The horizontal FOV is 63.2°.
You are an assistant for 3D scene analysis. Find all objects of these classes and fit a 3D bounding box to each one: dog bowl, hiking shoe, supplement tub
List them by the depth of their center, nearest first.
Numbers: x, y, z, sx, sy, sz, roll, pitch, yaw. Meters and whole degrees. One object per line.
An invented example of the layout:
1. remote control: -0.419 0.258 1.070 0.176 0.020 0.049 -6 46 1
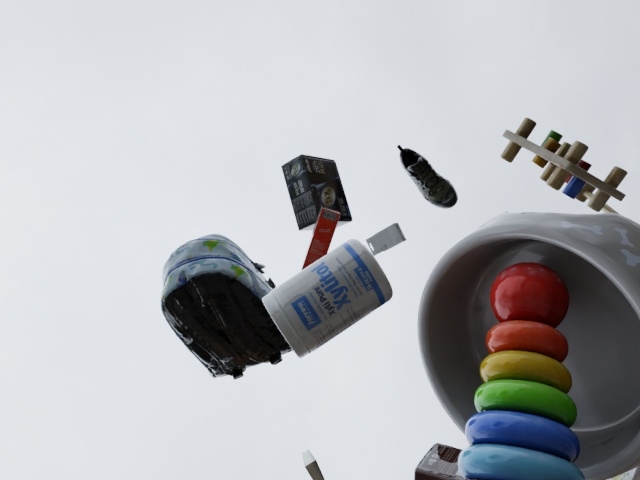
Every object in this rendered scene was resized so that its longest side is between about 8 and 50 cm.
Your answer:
1. supplement tub: 0.007 0.053 0.489 0.107 0.071 0.071 -34 -61 -7
2. dog bowl: 0.270 0.127 0.642 0.102 0.348 0.349 -8 -74 -42
3. hiking shoe: 0.292 -0.177 1.468 0.086 0.227 0.114 -47 -29 15

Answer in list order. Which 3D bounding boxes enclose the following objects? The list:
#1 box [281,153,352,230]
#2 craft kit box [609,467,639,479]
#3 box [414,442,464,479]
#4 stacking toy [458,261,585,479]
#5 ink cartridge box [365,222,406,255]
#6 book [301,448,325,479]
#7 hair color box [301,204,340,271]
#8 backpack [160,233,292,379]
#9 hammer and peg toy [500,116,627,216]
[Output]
1. box: -0.008 -0.122 1.357 0.147 0.077 0.180 -1 -107 -52
2. craft kit box: 0.550 0.332 1.024 0.060 0.247 0.250 -22 -49 -9
3. box: 0.306 0.595 1.157 0.168 0.166 0.203 0 -86 -62
4. stacking toy: 0.221 0.176 0.578 0.141 0.141 0.331 35 -125 -35
5. ink cartridge box: 0.202 -0.002 1.611 0.029 0.115 0.063 -11 -106 -57
6. book: -0.015 0.649 1.456 0.035 0.144 0.096 -27 -94 -12
7. hair color box: 0.000 0.000 1.105 0.043 0.072 0.141 17 -82 -3
8. backpack: -0.245 0.157 1.292 0.290 0.274 0.355 -23 -36 12
9. hammer and peg toy: 0.682 -0.184 1.388 0.361 0.266 0.127 18 -69 -30
